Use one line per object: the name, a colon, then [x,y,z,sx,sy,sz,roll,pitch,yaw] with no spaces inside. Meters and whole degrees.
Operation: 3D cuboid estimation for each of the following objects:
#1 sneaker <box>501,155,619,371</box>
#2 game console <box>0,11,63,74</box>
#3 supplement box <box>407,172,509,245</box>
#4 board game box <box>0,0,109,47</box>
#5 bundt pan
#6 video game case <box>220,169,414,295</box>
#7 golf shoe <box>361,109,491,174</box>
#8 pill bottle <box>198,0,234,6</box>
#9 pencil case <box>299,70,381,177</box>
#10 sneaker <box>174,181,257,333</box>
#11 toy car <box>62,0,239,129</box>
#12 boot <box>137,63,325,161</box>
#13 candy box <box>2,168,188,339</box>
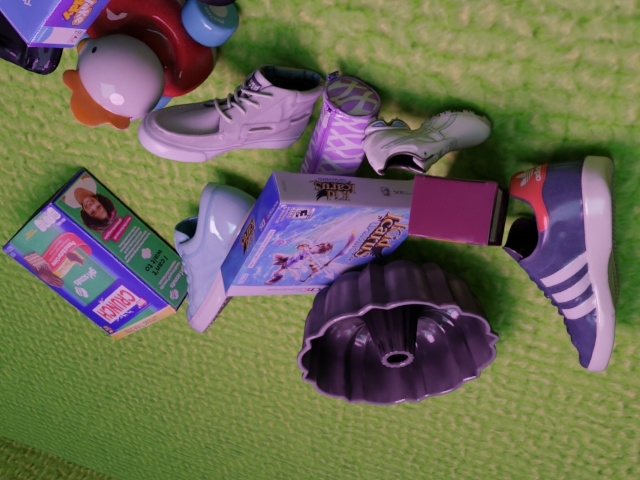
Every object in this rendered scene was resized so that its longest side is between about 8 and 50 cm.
sneaker: [0.342,0.039,0.968,0.148,0.131,0.350,0,123,26]
game console: [-0.336,-0.387,0.813,0.213,0.044,0.361,27,110,11]
supplement box: [0.191,-0.038,0.917,0.104,0.188,0.081,9,93,20]
board game box: [-0.337,-0.422,0.738,0.233,0.078,0.347,-40,89,23]
bundt pan: [0.122,0.147,1.141,0.330,0.124,0.331,-3,141,-2]
video game case: [0.000,0.000,1.056,0.244,0.061,0.269,0,149,-27]
golf shoe: [0.145,-0.120,0.901,0.176,0.086,0.069,-8,146,-2]
pill bottle: [-0.092,-0.377,0.767,0.123,0.123,0.219,36,138,-9]
pencil case: [0.022,-0.137,0.980,0.086,0.088,0.206,39,143,16]
sneaker: [-0.203,0.026,1.257,0.150,0.135,0.366,35,131,3]
toy car: [-0.268,-0.248,0.907,0.210,0.238,0.219,43,137,-18]
boot: [-0.113,-0.184,0.915,0.095,0.258,0.123,56,137,21]
candy box: [-0.451,0.044,1.400,0.317,0.122,0.268,44,137,-20]
